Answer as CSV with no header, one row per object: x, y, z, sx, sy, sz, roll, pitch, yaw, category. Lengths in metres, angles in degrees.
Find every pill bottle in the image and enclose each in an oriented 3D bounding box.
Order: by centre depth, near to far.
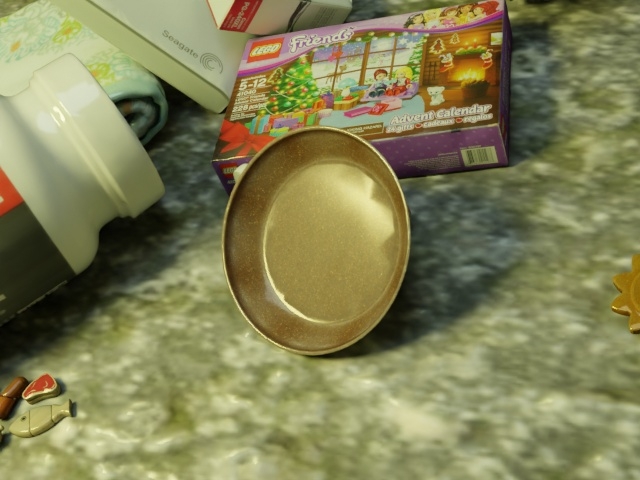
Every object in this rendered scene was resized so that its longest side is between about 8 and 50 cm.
-0.349,-0.016,0.996,0.363,0.210,0.210,-35,45,-11,pill bottle

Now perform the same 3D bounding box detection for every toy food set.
-0.290,0.155,0.946,0.122,0.019,0.078,-26,44,-2,toy food set

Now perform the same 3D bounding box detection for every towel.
-0.381,-0.164,1.239,0.374,0.090,0.320,-25,45,-2,towel

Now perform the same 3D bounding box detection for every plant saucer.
0.000,0.000,0.902,0.198,0.036,0.199,-2,86,35,plant saucer

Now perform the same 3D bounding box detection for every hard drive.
-0.145,-0.347,1.219,0.047,0.233,0.353,-33,29,52,hard drive

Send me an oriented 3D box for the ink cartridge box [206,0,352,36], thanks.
-0.054,-0.287,1.167,0.150,0.063,0.109,1,53,-34,ink cartridge box

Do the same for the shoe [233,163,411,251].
0.000,-0.042,0.984,0.081,0.063,0.178,-42,52,-20,shoe

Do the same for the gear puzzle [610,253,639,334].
0.377,-0.024,0.827,0.339,0.044,0.175,-38,47,-10,gear puzzle

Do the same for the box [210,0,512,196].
0.047,-0.148,1.065,0.293,0.057,0.201,-6,46,18,box
